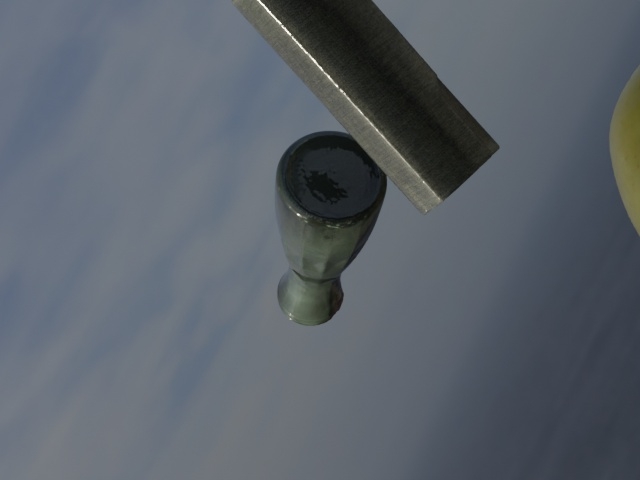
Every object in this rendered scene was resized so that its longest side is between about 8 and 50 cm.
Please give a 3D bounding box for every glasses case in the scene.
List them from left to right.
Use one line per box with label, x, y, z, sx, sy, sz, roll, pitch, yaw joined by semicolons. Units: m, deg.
glasses case;0.033;-0.118;1.396;0.071;0.205;0.047;-43;2;-21

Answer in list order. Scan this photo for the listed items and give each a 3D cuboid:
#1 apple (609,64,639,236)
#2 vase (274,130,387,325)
apple;0.285;-0.058;1.328;0.200;0.200;0.200;-63;-4;-8
vase;0.000;0.000;1.606;0.214;0.086;0.086;100;-164;-62
